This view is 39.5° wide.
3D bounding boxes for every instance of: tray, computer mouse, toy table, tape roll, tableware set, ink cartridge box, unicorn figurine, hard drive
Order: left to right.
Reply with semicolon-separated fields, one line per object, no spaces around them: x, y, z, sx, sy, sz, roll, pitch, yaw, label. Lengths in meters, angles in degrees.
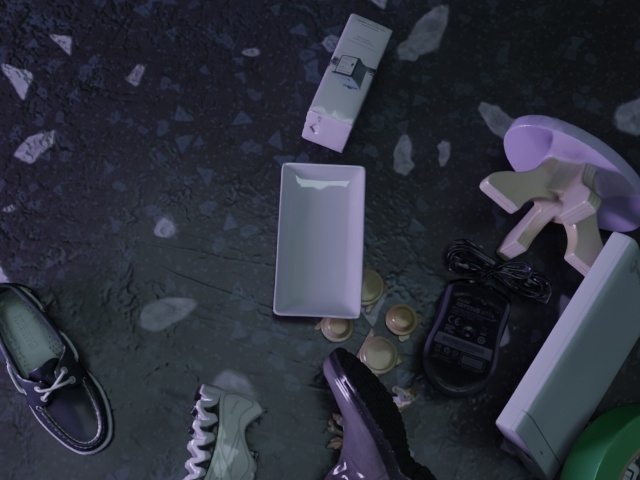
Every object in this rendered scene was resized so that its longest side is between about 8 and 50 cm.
0.000;0.000;1.502;0.145;0.030;0.270;3;72;-1;tray
0.044;-0.266;1.525;0.082;0.139;0.191;21;76;-1;ink cartridge box
0.084;0.135;1.490;0.168;0.020;0.141;40;74;7;tableware set
0.082;0.275;1.439;0.111;0.060;0.162;26;94;4;unicorn figurine
0.255;0.146;1.479;0.188;0.072;0.272;24;65;9;computer mouse
0.397;-0.064;1.465;0.274;0.252;0.161;32;61;4;toy table
0.412;0.190;1.407;0.047;0.233;0.353;24;71;39;hard drive
0.515;0.414;1.372;0.321;0.077;0.321;2;85;-24;tape roll

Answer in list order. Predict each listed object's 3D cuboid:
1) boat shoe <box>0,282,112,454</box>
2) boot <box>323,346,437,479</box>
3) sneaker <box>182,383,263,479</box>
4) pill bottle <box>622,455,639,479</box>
-0.430;0.201;1.392;0.114;0.091;0.302;-37;81;-12;boat shoe
0.035;0.353;1.358;0.222;0.118;0.338;-35;70;19;boot
-0.156;0.372;1.372;0.118;0.110;0.292;11;75;-11;sneaker
0.472;0.383;1.435;0.067;0.067;0.120;25;75;2;pill bottle
